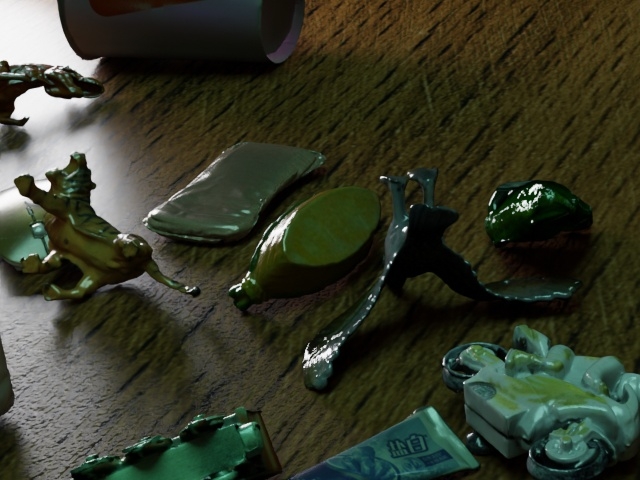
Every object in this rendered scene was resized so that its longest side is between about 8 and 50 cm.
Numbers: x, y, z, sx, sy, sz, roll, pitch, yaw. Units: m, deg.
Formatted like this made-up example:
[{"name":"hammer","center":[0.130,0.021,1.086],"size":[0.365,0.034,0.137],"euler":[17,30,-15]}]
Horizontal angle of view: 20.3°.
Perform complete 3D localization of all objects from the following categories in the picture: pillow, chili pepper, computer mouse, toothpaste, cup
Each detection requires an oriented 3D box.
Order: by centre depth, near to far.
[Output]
[{"name":"toothpaste","center":[0.001,0.205,1.422],"size":[0.268,0.047,0.069],"euler":[-20,18,-26]},{"name":"chili pepper","center":[0.218,-0.030,1.727],"size":[0.108,0.062,0.216],"euler":[-12,2,-1]},{"name":"pillow","center":[-0.096,-0.056,1.976],"size":[0.135,0.034,0.211],"euler":[11,35,29]},{"name":"computer mouse","center":[-0.324,-0.026,1.980],"size":[0.102,0.045,0.199],"euler":[-19,27,-12]},{"name":"cup","center":[-0.177,-0.321,2.371],"size":[0.288,0.203,0.203],"euler":[11,33,23]}]

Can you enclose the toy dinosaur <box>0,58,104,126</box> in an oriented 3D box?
[{"name":"toy dinosaur","center":[-0.503,-0.183,2.294],"size":[0.432,0.097,0.208],"euler":[-2,14,7]}]

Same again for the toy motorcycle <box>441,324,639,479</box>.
[{"name":"toy motorcycle","center":[0.196,0.131,1.465],"size":[0.151,0.074,0.229],"euler":[-15,26,-16]}]

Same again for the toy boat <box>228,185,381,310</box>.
[{"name":"toy boat","center":[0.000,0.000,1.798],"size":[0.229,0.089,0.088],"euler":[-35,-3,-39]}]

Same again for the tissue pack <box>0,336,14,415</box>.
[{"name":"tissue pack","center":[-0.420,0.112,1.573],"size":[0.271,0.201,0.124],"euler":[-27,38,-30]}]

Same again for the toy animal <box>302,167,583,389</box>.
[{"name":"toy animal","center":[0.096,0.011,1.676],"size":[0.272,0.160,0.197],"euler":[-8,24,-11]}]

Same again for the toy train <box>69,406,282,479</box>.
[{"name":"toy train","center":[-0.122,0.192,1.439],"size":[0.176,0.074,0.118],"euler":[-23,-11,4]}]

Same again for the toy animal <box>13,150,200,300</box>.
[{"name":"toy animal","center":[-0.214,0.013,1.834],"size":[0.255,0.114,0.116],"euler":[31,26,30]}]
